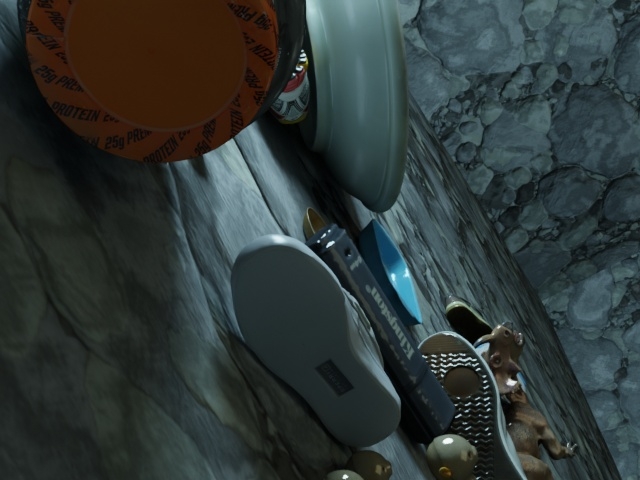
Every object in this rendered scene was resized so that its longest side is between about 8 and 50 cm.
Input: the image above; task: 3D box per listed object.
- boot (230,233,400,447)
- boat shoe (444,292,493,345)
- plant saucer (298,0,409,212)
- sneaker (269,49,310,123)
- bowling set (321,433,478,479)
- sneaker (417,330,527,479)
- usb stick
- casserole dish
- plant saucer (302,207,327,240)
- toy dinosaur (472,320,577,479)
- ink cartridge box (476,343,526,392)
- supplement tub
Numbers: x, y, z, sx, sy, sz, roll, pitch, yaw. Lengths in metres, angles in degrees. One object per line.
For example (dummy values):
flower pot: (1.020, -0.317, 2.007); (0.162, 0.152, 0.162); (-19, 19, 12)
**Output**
boot: (-0.012, 0.069, 0.950); (0.258, 0.095, 0.123); (62, 4, -37)
boat shoe: (0.271, 0.142, 1.920); (0.152, 0.056, 0.049); (48, 23, -44)
plant saucer: (0.023, -0.232, 1.462); (0.400, 0.101, 0.400); (174, -90, -80)
sneaker: (-0.065, -0.232, 1.415); (0.225, 0.088, 0.092); (-104, -177, -52)
bowling set: (0.103, 0.215, 0.825); (0.154, 0.200, 0.287); (58, 9, -6)
sneaker: (0.185, 0.256, 1.301); (0.123, 0.106, 0.290); (73, -1, -61)
usb stick: (0.069, 0.109, 1.211); (0.278, 0.045, 0.077); (58, 41, -10)
casserole dish: (0.093, 0.048, 1.483); (0.114, 0.037, 0.188); (54, 15, -31)
plant saucer: (0.000, 0.000, 1.272); (0.083, 0.015, 0.083); (56, 14, -22)
toy dinosaur: (0.241, 0.277, 1.402); (0.200, 0.127, 0.295); (39, 39, -36)
ink cartridge box: (0.247, 0.214, 1.590); (0.090, 0.092, 0.143); (61, 12, 1)
supplement tub: (-0.115, -0.202, 0.832); (0.207, 0.207, 0.338); (55, 15, -25)
